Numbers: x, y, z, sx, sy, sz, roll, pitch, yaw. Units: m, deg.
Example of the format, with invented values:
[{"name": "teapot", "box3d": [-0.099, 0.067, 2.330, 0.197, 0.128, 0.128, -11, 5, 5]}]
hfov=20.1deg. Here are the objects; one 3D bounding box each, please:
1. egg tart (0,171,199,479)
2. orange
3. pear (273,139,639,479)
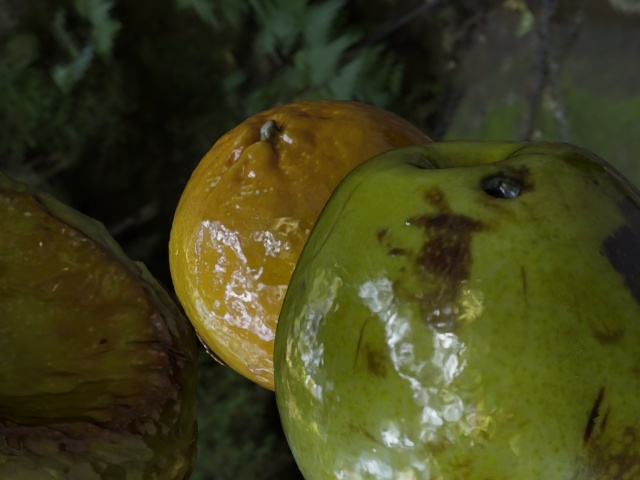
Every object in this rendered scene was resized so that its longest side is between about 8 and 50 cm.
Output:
[{"name": "egg tart", "box3d": [-0.208, 0.058, 0.902, 0.319, 0.128, 0.319, 29, -157, -14]}, {"name": "orange", "box3d": [0.001, 0.002, 1.269, 0.219, 0.219, 0.193, 48, 175, 34]}, {"name": "pear", "box3d": [0.108, 0.071, 1.056, 0.283, 0.283, 0.283, 53, 167, 18]}]
